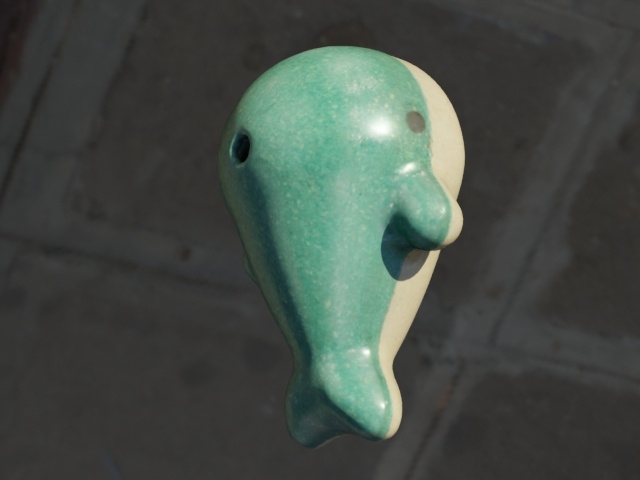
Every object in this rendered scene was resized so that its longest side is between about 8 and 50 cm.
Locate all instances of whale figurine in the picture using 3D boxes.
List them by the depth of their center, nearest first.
[{"bbox_3d":[0.000,0.000,1.084,0.141,0.216,0.272,14,74,-35],"label":"whale figurine"}]
